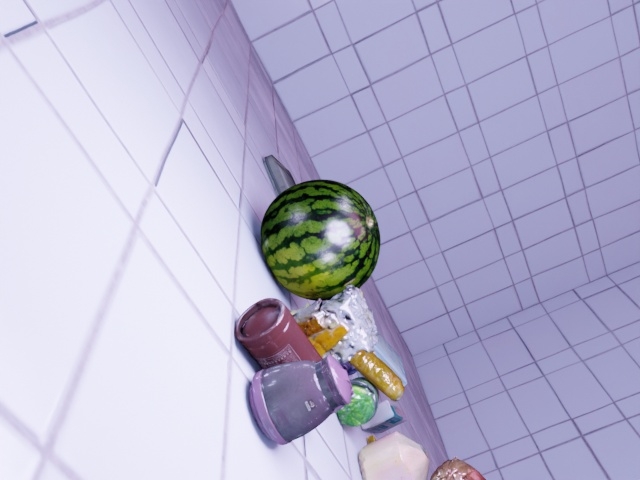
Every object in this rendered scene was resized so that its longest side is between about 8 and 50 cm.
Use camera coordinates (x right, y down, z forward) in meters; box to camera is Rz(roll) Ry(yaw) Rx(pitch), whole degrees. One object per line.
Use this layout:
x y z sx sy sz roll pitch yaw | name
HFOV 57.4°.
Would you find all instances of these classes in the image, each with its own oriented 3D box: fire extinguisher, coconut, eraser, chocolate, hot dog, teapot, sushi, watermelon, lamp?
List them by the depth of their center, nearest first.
-0.018 0.245 0.891 0.116 0.146 0.148 -99 163 -64 | teapot
-0.043 0.222 1.002 0.268 0.105 0.104 58 10 -31 | fire extinguisher
0.015 0.182 1.172 0.139 0.184 0.274 65 9 5 | sushi
0.177 0.519 1.349 0.147 0.153 0.147 63 5 -11 | coconut
0.000 0.000 1.356 0.285 0.285 0.285 -25 90 -83 | watermelon
0.090 0.284 1.434 0.286 0.061 0.088 37 8 15 | hot dog
0.102 0.391 1.472 0.291 0.110 0.110 40 26 -78 | chocolate
0.175 0.496 1.637 0.052 0.096 0.225 65 7 26 | eraser
-0.096 -0.142 1.976 0.269 0.047 0.266 34 33 -76 | lamp

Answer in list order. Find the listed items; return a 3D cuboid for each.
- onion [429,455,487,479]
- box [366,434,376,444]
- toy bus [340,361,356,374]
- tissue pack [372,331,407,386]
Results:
0.362 0.719 1.390 0.353 0.354 0.353 -25 90 -83 | onion
0.154 0.582 1.488 0.089 0.022 0.156 61 9 -26 | box
0.075 0.319 1.580 0.167 0.076 0.073 46 21 -70 | toy bus
0.163 0.351 1.891 0.263 0.089 0.177 50 12 -16 | tissue pack
